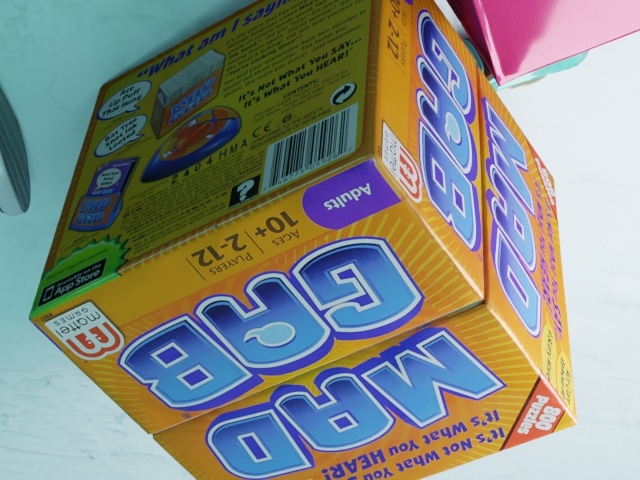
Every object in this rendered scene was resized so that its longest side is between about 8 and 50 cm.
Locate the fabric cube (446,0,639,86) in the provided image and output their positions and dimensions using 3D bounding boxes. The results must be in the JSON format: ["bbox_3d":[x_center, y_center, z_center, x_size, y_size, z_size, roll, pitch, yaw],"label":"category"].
[{"bbox_3d":[0.221,-0.340,1.301,0.258,0.254,0.259,-22,125,2],"label":"fabric cube"}]

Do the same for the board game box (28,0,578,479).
[{"bbox_3d":[0.000,0.000,1.361,0.356,0.356,0.356,-24,125,24],"label":"board game box"}]

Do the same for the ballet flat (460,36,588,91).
[{"bbox_3d":[0.179,-0.180,1.503,0.247,0.083,0.087,-21,138,4],"label":"ballet flat"}]

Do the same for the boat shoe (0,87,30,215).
[{"bbox_3d":[-0.361,-0.127,1.429,0.076,0.083,0.226,-10,113,9],"label":"boat shoe"}]
